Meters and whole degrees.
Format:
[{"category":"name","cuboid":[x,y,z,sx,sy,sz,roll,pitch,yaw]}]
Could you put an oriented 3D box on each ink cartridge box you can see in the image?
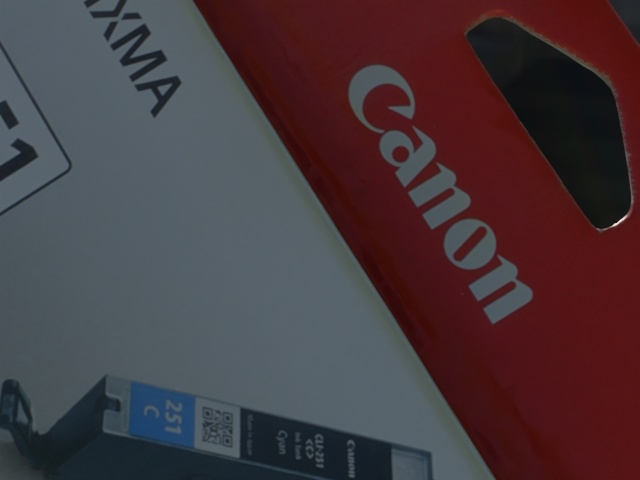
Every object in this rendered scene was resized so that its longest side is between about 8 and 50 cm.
[{"category":"ink cartridge box","cuboid":[0.000,0.000,0.577,0.261,0.296,0.066,-33,-15,0]}]
